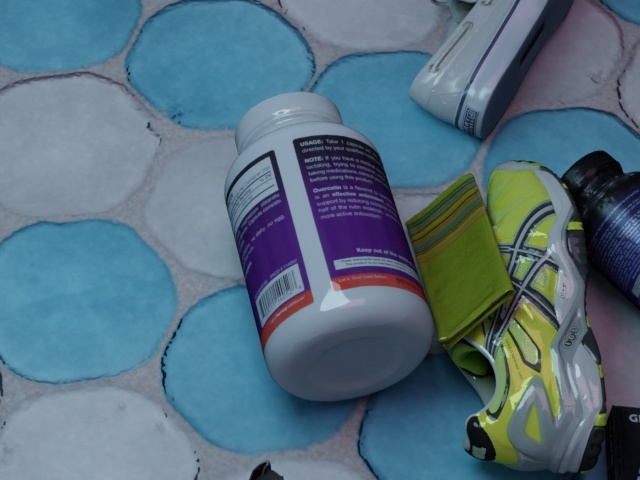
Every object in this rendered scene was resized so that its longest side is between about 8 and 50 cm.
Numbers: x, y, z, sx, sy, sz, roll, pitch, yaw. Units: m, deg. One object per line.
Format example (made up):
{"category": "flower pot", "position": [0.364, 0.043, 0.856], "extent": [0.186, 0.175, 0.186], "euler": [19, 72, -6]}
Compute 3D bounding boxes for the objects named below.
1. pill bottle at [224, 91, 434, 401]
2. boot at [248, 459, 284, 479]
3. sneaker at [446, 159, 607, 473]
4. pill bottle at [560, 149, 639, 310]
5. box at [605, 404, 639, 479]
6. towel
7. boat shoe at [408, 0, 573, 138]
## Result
{"category": "pill bottle", "position": [0.000, 0.000, 1.834], "extent": [0.181, 0.181, 0.323], "euler": [-8, 55, -10]}
{"category": "boot", "position": [-0.069, 0.349, 1.631], "extent": [0.229, 0.091, 0.263], "euler": [-24, 57, -19]}
{"category": "sneaker", "position": [0.209, 0.068, 1.826], "extent": [0.147, 0.145, 0.385], "euler": [-1, 53, -5]}
{"category": "pill bottle", "position": [0.363, 0.001, 1.894], "extent": [0.123, 0.123, 0.219], "euler": [-30, 59, -23]}
{"category": "box", "position": [0.409, 0.264, 1.753], "extent": [0.220, 0.051, 0.175], "euler": [6, 53, -1]}
{"category": "towel", "position": [0.148, 0.017, 1.843], "extent": [0.021, 0.102, 0.237], "euler": [37, 21, -25]}
{"category": "boat shoe", "position": [0.212, -0.293, 2.106], "extent": [0.156, 0.136, 0.367], "euler": [25, 66, 17]}
